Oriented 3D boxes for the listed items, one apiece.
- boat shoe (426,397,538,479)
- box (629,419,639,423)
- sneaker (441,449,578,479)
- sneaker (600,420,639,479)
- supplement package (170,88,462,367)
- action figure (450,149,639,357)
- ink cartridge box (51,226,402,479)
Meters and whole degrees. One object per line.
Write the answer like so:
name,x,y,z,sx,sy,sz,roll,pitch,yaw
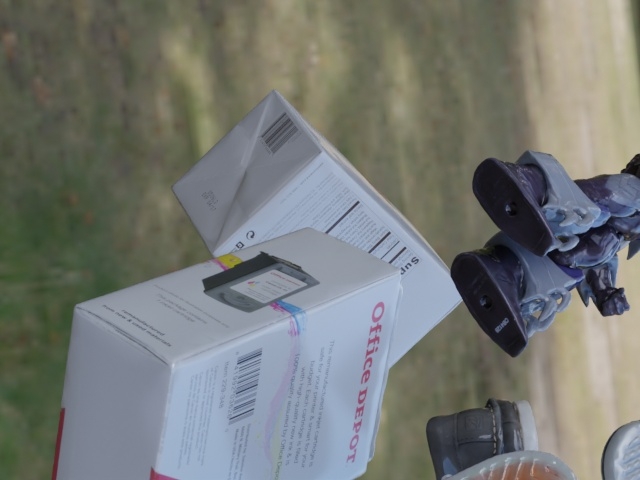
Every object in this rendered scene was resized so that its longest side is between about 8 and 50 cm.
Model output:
boat shoe,0.135,0.264,1.812,0.112,0.095,0.335,-95,-176,-45
box,0.460,0.334,2.455,0.060,0.100,0.244,-38,105,-45
sneaker,0.061,0.248,1.572,0.121,0.302,0.108,72,6,-69
sneaker,0.380,0.302,2.053,0.321,0.127,0.126,43,70,-21
supplement package,0.000,0.000,2.327,0.293,0.175,0.177,43,6,-35
action figure,0.210,-0.015,1.397,0.285,0.099,0.185,-17,143,-44
ink cartridge box,-0.082,0.138,1.766,0.306,0.131,0.226,-20,128,-48
